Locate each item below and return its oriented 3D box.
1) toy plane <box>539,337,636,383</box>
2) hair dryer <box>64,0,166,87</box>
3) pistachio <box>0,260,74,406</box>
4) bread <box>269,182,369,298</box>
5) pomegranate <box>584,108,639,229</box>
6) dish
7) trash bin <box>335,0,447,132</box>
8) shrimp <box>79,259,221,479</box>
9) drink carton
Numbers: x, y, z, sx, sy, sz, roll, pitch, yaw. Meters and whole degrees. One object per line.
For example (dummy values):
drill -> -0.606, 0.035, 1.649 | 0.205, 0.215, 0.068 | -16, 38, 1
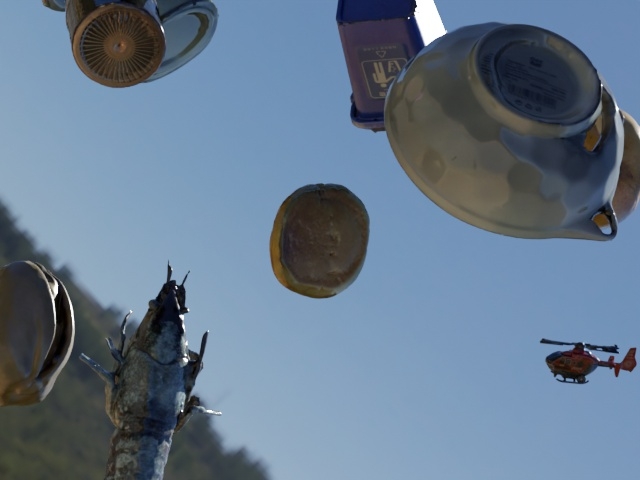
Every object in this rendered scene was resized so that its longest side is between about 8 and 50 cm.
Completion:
toy plane -> 0.373, 0.169, 2.313 | 0.145, 0.060, 0.037 | 6, 13, -7
hair dryer -> -0.171, -0.355, 1.836 | 0.107, 0.352, 0.189 | 25, 22, -26
pistachio -> -0.299, 0.092, 1.642 | 0.113, 0.149, 0.113 | 3, -27, 2
bread -> 0.000, 0.000, 1.458 | 0.024, 0.110, 0.110 | 14, -34, 54
pomegranate -> 0.355, -0.099, 2.229 | 0.196, 0.196, 0.196 | 45, -12, 12
dish -> 0.219, -0.141, 1.782 | 0.303, 0.303, 0.120 | 44, -36, 16
trash bin -> 0.105, -0.285, 2.340 | 0.163, 0.184, 0.234 | -4, -36, 15
shrimp -> -0.249, 0.240, 2.376 | 0.221, 0.410, 0.166 | 16, -29, -17
drink carton -> -0.245, -0.316, 2.153 | 0.189, 0.191, 0.185 | 53, -18, 17
